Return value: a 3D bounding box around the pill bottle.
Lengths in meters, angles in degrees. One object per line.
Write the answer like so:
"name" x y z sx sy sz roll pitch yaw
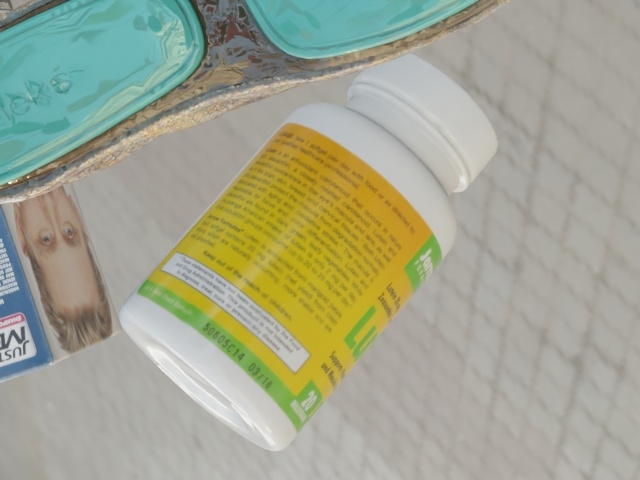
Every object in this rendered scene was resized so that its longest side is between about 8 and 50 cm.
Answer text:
"pill bottle" 0.000 0.000 1.106 0.136 0.246 0.136 38 167 11

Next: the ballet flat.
"ballet flat" -0.038 -0.109 0.787 0.106 0.316 0.107 -51 -59 -83

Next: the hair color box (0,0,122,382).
"hair color box" -0.305 -0.052 1.574 0.174 0.105 0.347 -27 -81 -74
